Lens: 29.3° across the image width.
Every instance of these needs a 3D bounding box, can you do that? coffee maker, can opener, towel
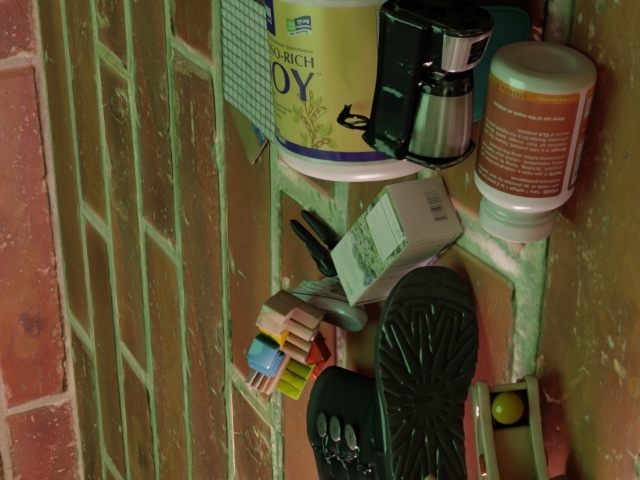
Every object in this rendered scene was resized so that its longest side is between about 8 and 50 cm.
[{"bbox_3d":[0.104,-0.191,1.409,0.120,0.171,0.178,-68,-15,-57],"label":"coffee maker"},{"bbox_3d":[0.000,0.000,2.062,0.073,0.059,0.186,62,177,-36],"label":"can opener"},{"bbox_3d":[-0.050,-0.281,1.959,0.283,0.121,0.235,41,139,48],"label":"towel"}]

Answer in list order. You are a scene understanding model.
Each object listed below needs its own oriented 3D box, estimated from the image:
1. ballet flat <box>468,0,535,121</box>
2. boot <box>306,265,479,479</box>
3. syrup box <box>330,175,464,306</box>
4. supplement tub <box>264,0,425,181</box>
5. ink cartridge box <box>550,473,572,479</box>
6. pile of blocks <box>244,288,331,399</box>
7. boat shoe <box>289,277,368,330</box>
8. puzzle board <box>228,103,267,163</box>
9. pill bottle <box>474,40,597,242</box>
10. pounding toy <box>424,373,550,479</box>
[{"bbox_3d":[0.197,-0.308,1.463,0.124,0.116,0.343,-102,16,-52],"label":"ballet flat"},{"bbox_3d":[0.096,0.230,1.892,0.445,0.146,0.367,163,113,-77],"label":"boot"},{"bbox_3d":[0.107,0.005,1.790,0.093,0.096,0.237,70,154,19],"label":"syrup box"},{"bbox_3d":[0.050,-0.267,1.593,0.241,0.241,0.331,37,137,54],"label":"supplement tub"},{"bbox_3d":[0.323,0.370,1.598,0.063,0.029,0.115,35,132,55],"label":"ink cartridge box"},{"bbox_3d":[-0.046,0.200,2.060,0.112,0.149,0.362,28,165,11],"label":"pile of blocks"},{"bbox_3d":[0.012,0.094,2.046,0.226,0.083,0.076,7,64,56],"label":"boat shoe"},{"bbox_3d":[-0.133,-0.219,2.276,0.128,0.011,0.096,69,152,16],"label":"puzzle board"},{"bbox_3d":[0.243,-0.112,1.425,0.121,0.121,0.216,47,141,47],"label":"pill bottle"},{"bbox_3d":[0.217,0.309,1.587,0.154,0.154,0.270,-100,3,-81],"label":"pounding toy"}]
